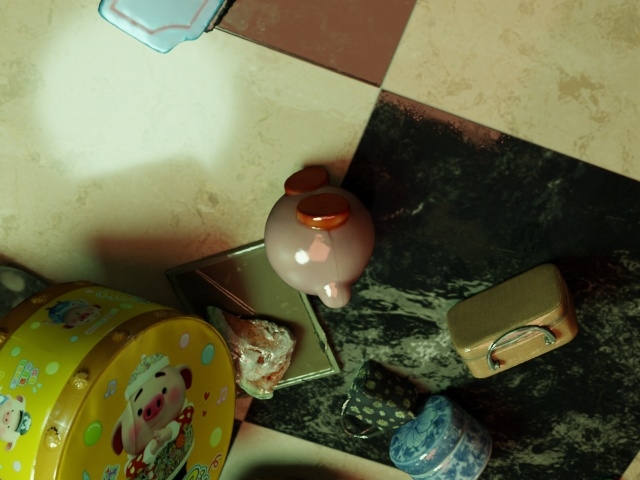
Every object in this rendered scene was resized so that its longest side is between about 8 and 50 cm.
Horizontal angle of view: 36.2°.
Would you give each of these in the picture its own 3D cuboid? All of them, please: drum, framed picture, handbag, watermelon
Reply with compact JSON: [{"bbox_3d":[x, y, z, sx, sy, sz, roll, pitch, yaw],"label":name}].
[{"bbox_3d":[-0.326,0.283,1.451,0.214,0.431,0.431,13,124,28],"label":"drum"},{"bbox_3d":[-0.107,0.135,1.608,0.209,0.019,0.281,-15,118,13],"label":"framed picture"},{"bbox_3d":[0.086,0.290,1.656,0.115,0.072,0.139,28,122,-14],"label":"handbag"},{"bbox_3d":[0.293,0.126,1.501,0.193,0.151,0.072,-24,117,17],"label":"handbag"},{"bbox_3d":[-0.108,0.179,1.586,0.139,0.071,0.187,-24,115,12],"label":"watermelon"}]

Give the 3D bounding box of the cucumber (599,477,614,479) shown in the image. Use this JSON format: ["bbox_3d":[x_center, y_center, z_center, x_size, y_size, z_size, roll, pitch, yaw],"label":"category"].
[{"bbox_3d":[0.478,0.542,1.786,0.056,0.056,0.284,12,117,-3],"label":"cucumber"}]

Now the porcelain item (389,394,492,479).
[{"bbox_3d":[0.198,0.339,1.632,0.114,0.147,0.147,41,114,-16],"label":"porcelain item"}]

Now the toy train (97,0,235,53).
[{"bbox_3d":[-0.194,-0.403,1.214,0.265,0.188,0.300,30,116,-18],"label":"toy train"}]

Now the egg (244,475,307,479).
[{"bbox_3d":[-0.099,0.554,1.690,0.351,0.282,0.282,-12,119,-7],"label":"egg"}]

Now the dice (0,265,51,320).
[{"bbox_3d":[-0.508,0.165,1.559,0.182,0.183,0.181,36,118,-15],"label":"dice"}]

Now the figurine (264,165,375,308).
[{"bbox_3d":[0.000,0.000,1.437,0.173,0.173,0.173,2,120,3],"label":"figurine"}]
